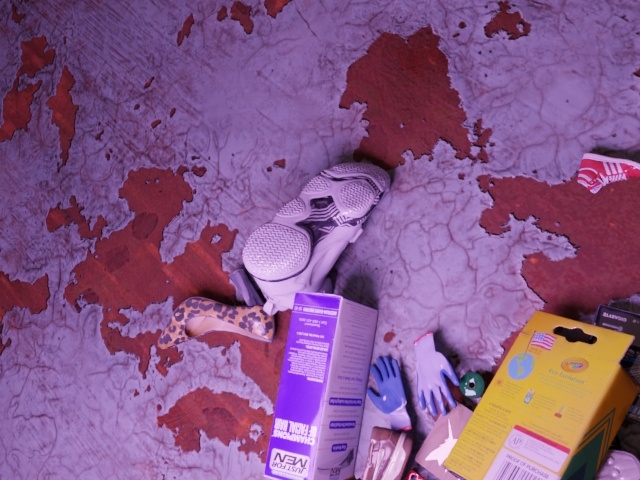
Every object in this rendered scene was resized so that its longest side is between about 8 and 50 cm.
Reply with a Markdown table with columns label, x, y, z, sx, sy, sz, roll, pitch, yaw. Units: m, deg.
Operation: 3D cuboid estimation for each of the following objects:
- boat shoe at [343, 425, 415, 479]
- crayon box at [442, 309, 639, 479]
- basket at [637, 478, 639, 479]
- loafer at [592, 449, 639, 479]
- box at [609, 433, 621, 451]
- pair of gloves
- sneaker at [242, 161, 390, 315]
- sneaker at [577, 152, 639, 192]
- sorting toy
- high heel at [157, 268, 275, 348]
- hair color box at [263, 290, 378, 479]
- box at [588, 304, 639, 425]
| label | x | y | z | sx | sy | sz | roll | pitch | yaw |
| --- | --- | --- | --- | --- | --- | --- | --- | --- | --- |
| boat shoe | 0.085 | 0.460 | 1.300 | 0.095 | 0.095 | 0.258 | 22 | 90 | 12 |
| crayon box | 0.362 | 0.279 | 1.140 | 0.319 | 0.081 | 0.202 | -55 | 31 | -12 |
| basket | 0.447 | 0.451 | 0.998 | 0.204 | 0.154 | 0.227 | 38 | 114 | 20 |
| loafer | 0.378 | 0.425 | 1.154 | 0.319 | 0.111 | 0.112 | -31 | 46 | 28 |
| box | 0.457 | 0.328 | 1.156 | 0.052 | 0.083 | 0.062 | -11 | 33 | 23 |
| pair of gloves | 0.169 | 0.270 | 1.331 | 0.198 | 0.023 | 0.159 | -36 | 51 | 30 |
| sneaker | 0.000 | 0.000 | 1.449 | 0.137 | 0.210 | 0.366 | 36 | 60 | 28 |
| sneaker | 0.517 | -0.113 | 1.266 | 0.118 | 0.042 | 0.067 | 18 | 82 | 36 |
| sorting toy | 0.256 | 0.382 | 1.273 | 0.132 | 0.046 | 0.275 | 31 | 92 | 29 |
| high heel | -0.225 | 0.201 | 1.525 | 0.261 | 0.093 | 0.186 | -37 | 58 | 4 |
| hair color box | 0.007 | 0.279 | 1.344 | 0.110 | 0.185 | 0.339 | 3 | 79 | 27 |
| box | 0.546 | 0.218 | 1.167 | 0.220 | 0.051 | 0.175 | 15 | 85 | 28 |
